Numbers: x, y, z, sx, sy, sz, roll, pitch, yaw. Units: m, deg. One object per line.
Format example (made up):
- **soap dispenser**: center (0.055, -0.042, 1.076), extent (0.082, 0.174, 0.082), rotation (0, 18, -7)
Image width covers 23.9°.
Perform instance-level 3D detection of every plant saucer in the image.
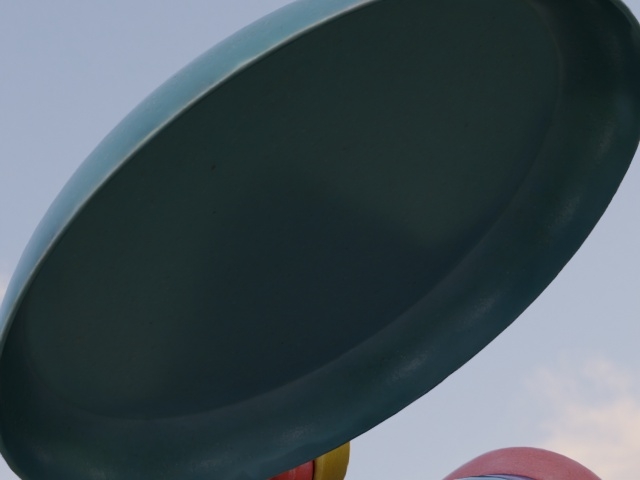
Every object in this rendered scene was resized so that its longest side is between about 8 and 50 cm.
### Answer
- **plant saucer**: center (0.000, 0.000, 0.646), extent (0.317, 0.043, 0.317), rotation (-26, -32, -17)

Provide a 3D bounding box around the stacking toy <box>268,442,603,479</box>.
- **stacking toy**: center (0.008, 0.225, 0.846), extent (0.130, 0.309, 0.279), rotation (-19, -58, -64)
